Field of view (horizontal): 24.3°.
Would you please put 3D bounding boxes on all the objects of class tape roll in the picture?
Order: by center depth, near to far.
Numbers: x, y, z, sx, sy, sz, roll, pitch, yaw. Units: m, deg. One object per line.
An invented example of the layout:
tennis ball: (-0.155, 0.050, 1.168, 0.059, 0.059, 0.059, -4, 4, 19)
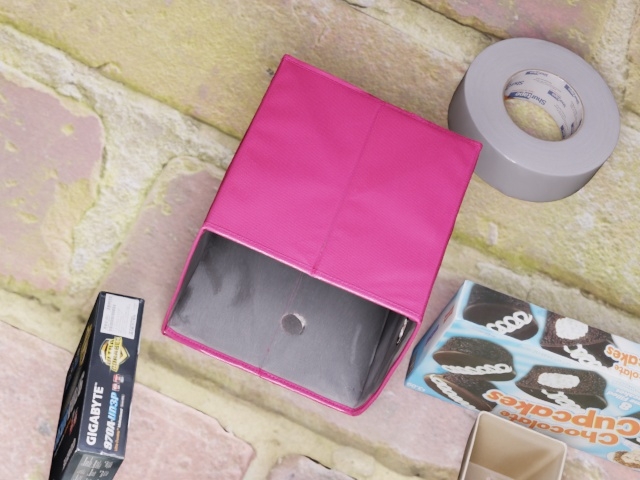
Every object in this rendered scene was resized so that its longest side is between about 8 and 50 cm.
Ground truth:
tape roll: (0.283, -0.161, 1.976, 0.219, 0.072, 0.219, 7, 59, -12)

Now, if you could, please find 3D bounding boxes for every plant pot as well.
plant pot: (0.203, 0.275, 1.685, 0.109, 0.096, 0.109, 22, 57, -4)

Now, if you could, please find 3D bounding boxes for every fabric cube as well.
fabric cube: (0.000, 0.000, 1.688, 0.259, 0.254, 0.258, 24, 55, -2)

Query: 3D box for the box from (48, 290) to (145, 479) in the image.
box: (-0.234, 0.177, 1.531, 0.051, 0.220, 0.175, 12, 59, -13)

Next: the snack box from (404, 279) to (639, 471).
snack box: (0.277, 0.163, 1.719, 0.322, 0.187, 0.060, 20, 57, -5)
